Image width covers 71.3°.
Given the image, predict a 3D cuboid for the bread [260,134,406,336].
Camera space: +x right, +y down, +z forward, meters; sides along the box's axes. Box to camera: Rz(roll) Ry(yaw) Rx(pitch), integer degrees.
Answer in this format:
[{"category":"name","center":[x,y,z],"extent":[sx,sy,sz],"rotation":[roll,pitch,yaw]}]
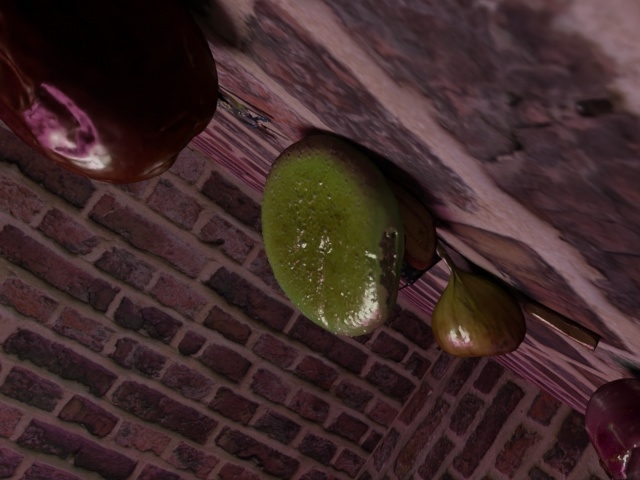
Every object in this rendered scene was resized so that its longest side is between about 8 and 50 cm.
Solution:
[{"category":"bread","center":[-0.004,-0.003,0.645],"extent":[0.045,0.302,0.301],"rotation":[-16,-144,-39]}]

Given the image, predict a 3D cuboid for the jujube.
[{"category":"jujube","center":[-0.255,-0.211,0.458],"extent":[0.318,0.223,0.223],"rotation":[45,174,-16]}]

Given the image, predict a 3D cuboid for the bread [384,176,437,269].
[{"category":"bread","center":[0.127,-0.017,0.660],"extent":[0.119,0.067,0.192],"rotation":[43,179,18]}]

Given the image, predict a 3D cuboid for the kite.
[{"category":"kite","center":[-0.185,-0.261,0.824],"extent":[0.309,0.015,0.169],"rotation":[37,178,16]}]

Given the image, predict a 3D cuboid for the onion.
[{"category":"onion","center":[0.508,0.310,0.687],"extent":[0.207,0.201,0.200],"rotation":[22,178,-2]}]

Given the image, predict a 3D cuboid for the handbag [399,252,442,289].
[{"category":"handbag","center":[0.143,0.047,0.831],"extent":[0.072,0.139,0.115],"rotation":[43,-176,38]}]

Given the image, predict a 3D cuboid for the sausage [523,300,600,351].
[{"category":"sausage","center":[0.371,0.129,0.693],"extent":[0.116,0.026,0.026],"rotation":[33,177,37]}]

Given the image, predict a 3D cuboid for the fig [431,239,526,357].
[{"category":"fig","center":[0.246,0.111,0.757],"extent":[0.160,0.143,0.231],"rotation":[-11,136,41]}]
